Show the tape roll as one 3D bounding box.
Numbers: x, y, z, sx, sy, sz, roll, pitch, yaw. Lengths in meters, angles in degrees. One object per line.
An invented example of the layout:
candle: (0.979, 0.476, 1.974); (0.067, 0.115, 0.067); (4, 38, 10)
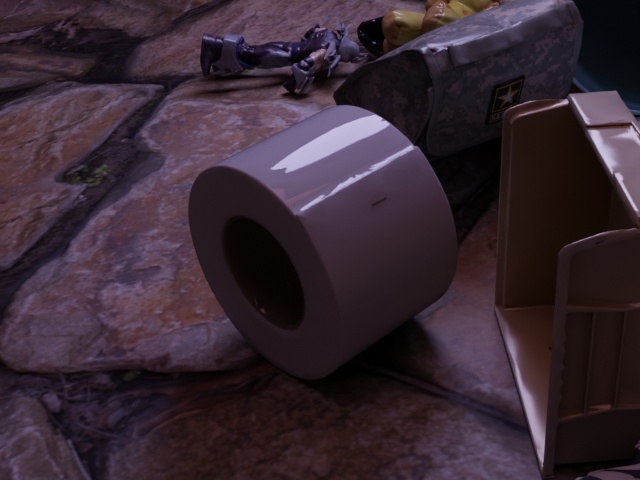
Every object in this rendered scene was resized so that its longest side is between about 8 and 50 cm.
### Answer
tape roll: (0.000, 0.000, 1.053); (0.169, 0.246, 0.246); (-30, 37, -32)

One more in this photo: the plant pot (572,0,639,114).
plant pot: (0.477, -0.317, 1.322); (0.293, 0.293, 0.196); (20, 21, 39)

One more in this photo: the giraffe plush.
giraffe plush: (0.215, -0.352, 1.594); (0.210, 0.181, 0.170); (9, 62, 14)

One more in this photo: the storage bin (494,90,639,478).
storage bin: (0.246, 0.030, 0.930); (0.123, 0.260, 0.262); (-3, 31, 2)

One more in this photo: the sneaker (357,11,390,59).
sneaker: (0.163, -0.346, 1.705); (0.234, 0.078, 0.106); (6, -3, 30)

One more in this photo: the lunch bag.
lunch bag: (0.186, -0.206, 1.317); (0.235, 0.169, 0.287); (-22, -3, -21)

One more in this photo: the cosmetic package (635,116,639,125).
cosmetic package: (0.433, -0.098, 1.149); (0.377, 0.097, 0.284); (-1, 6, 14)

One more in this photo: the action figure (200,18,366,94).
action figure: (-0.060, -0.324, 1.749); (0.285, 0.099, 0.185); (2, 25, 10)

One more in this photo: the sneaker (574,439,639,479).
sneaker: (0.265, 0.234, 0.743); (0.235, 0.094, 0.153); (-19, 23, -36)

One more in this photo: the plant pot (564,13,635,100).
plant pot: (0.405, -0.306, 1.507); (0.237, 0.110, 0.237); (-10, 51, 13)
